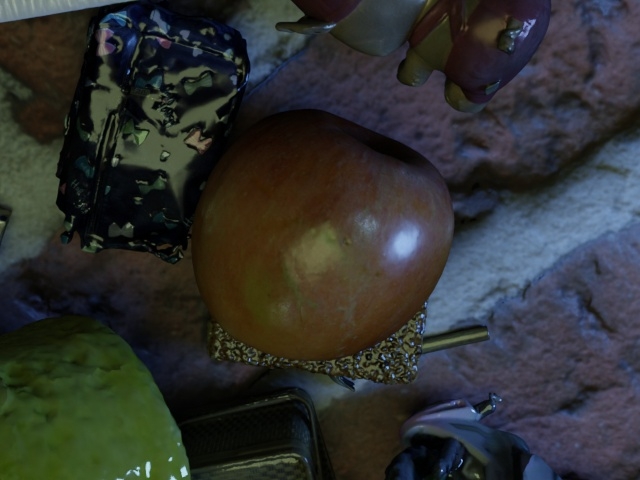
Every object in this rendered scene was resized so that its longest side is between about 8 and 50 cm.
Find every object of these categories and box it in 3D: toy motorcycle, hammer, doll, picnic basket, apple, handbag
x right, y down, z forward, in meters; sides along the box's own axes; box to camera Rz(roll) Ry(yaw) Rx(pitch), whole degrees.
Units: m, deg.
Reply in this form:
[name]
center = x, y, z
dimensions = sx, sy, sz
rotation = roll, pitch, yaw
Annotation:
[toy motorcycle]
center = 0.205, 0.268, 1.423
dimensions = 0.327, 0.188, 0.143
rotation = 22, 121, -21
[hammer]
center = 0.092, 0.121, 1.436
dimensions = 0.182, 0.017, 0.062
rotation = -11, 111, 6
[doll]
center = 0.083, -0.238, 1.223
dimensions = 0.256, 0.196, 0.152
rotation = 24, 148, -11
[picnic basket]
center = -0.060, 0.304, 1.451
dimensions = 0.165, 0.139, 0.266
rotation = -12, 110, 7
[apple]
center = 0.000, 0.000, 1.267
dimensions = 0.254, 0.253, 0.253
rotation = 1, 112, 2
[handbag]
center = -0.170, -0.110, 1.306
dimensions = 0.162, 0.113, 0.260
rotation = 14, 111, -8

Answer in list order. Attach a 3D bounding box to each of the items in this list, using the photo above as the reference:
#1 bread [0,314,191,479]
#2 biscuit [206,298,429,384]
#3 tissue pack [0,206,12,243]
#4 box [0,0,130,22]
[bread]
center = -0.319, 0.251, 1.306
dimensions = 0.308, 0.348, 0.348
rotation = -2, 121, -45
[biscuit]
center = -0.003, 0.080, 1.407
dimensions = 0.231, 0.025, 0.131
rotation = 6, 99, 0
[tissue pack]
center = -0.370, -0.016, 1.388
dimensions = 0.083, 0.042, 0.062
rotation = 21, 113, -6
[box]
center = -0.176, -0.279, 1.193
dimensions = 0.260, 0.194, 0.111
rotation = -10, 111, 7
